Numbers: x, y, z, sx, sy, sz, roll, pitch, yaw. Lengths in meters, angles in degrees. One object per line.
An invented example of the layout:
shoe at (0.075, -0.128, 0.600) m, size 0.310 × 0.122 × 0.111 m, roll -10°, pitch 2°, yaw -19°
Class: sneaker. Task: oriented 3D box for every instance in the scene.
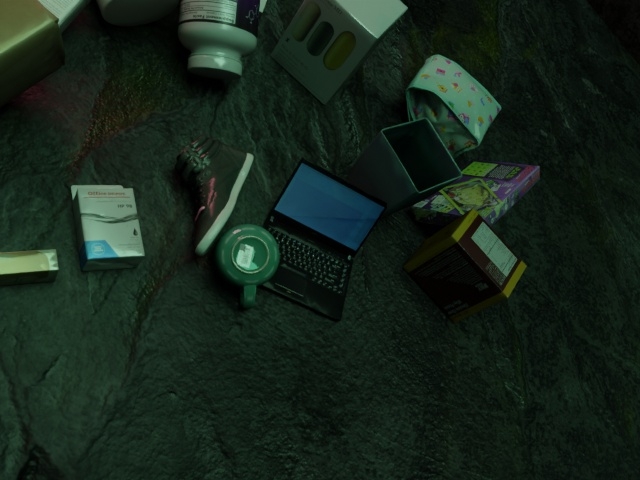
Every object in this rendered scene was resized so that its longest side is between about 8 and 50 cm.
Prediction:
sneaker at (-0.247, -0.102, 1.214) m, size 0.147 × 0.104 × 0.295 m, roll 27°, pitch 48°, yaw -15°

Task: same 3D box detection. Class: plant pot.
plant pot at (0.176, -0.149, 1.411) m, size 0.166 × 0.234 × 0.165 m, roll -22°, pitch 79°, yaw -37°

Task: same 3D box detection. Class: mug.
mug at (-0.139, 0.042, 1.175) m, size 0.129 × 0.097 × 0.157 m, roll -35°, pitch 94°, yaw -15°

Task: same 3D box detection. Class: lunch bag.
lunch bag at (0.368, -0.397, 1.716) m, size 0.262 × 0.160 × 0.223 m, roll 45°, pitch 51°, yaw -11°

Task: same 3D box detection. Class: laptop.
laptop at (0.000, 0.000, 1.286) m, size 0.234 × 0.136 × 0.264 m, roll 27°, pitch 54°, yaw -17°

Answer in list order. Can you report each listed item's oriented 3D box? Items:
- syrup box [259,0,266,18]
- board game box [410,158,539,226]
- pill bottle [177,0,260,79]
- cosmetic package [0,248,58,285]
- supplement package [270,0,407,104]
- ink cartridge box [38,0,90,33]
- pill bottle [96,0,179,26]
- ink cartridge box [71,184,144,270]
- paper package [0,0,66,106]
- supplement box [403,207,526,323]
syrup box at (-0.253, -0.645, 1.490) m, size 0.237 × 0.096 × 0.093 m, roll 21°, pitch 71°, yaw -20°
board game box at (0.423, -0.129, 1.588) m, size 0.347 × 0.208 × 0.056 m, roll -35°, pitch 122°, yaw -39°
pill bottle at (-0.229, -0.544, 1.350) m, size 0.182 × 0.181 × 0.322 m, roll 3°, pitch 95°, yaw -31°
cosmetic package at (-0.509, 0.047, 0.994) m, size 0.115 × 0.060 × 0.041 m, roll -5°, pitch 68°, yaw -32°
supplement package at (0.044, -0.538, 1.519) m, size 0.199 × 0.263 × 0.198 m, roll 41°, pitch 51°, yaw -6°
ink cartridge box at (-0.665, -0.503, 1.174) m, size 0.296 × 0.066 × 0.261 m, roll 38°, pitch 74°, yaw -15°
pill bottle at (-0.459, -0.703, 1.294) m, size 0.229 × 0.229 × 0.407 m, roll -19°, pitch 91°, yaw -37°
ink cartridge box at (-0.402, -0.038, 1.104) m, size 0.104 × 0.060 × 0.180 m, roll -4°, pitch 68°, yaw -33°
paper package at (-0.674, -0.356, 0.999) m, size 0.309 × 0.168 × 0.325 m, roll 44°, pitch 63°, yaw -5°
supplement box at (0.348, 0.065, 1.432) m, size 0.194 × 0.191 × 0.129 m, roll 47°, pitch 51°, yaw -1°
